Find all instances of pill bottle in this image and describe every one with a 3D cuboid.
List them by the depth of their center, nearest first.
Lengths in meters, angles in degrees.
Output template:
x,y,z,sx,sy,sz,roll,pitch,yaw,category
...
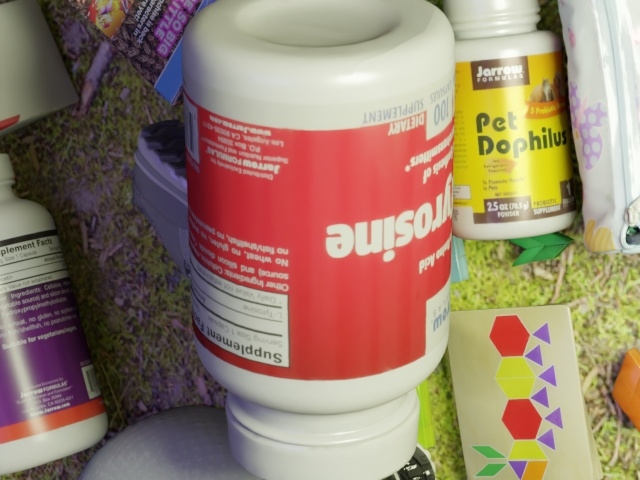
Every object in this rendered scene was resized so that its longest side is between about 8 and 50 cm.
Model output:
x,y,z,sx,sy,sz,roll,pitch,yaw,category
0.000,0.000,1.729,0.229,0.229,0.408,17,121,32,pill bottle
0.158,-0.113,1.754,0.117,0.117,0.215,-2,99,35,pill bottle
-0.347,0.080,2.106,0.181,0.181,0.323,-16,90,36,pill bottle

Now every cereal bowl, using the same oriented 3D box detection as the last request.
x,y,z,sx,sy,sz,roll,pitch,yaw,category
-0.141,0.345,2.041,0.339,0.141,0.339,8,104,34,cereal bowl

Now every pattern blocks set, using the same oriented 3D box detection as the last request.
x,y,z,sx,sy,sz,roll,pitch,yaw,category
0.185,0.149,1.842,0.285,0.026,0.325,5,102,35,pattern blocks set

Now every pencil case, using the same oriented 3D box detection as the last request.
x,y,z,sx,sy,sz,roll,pitch,yaw,category
0.260,-0.122,1.679,0.113,0.124,0.273,-4,96,36,pencil case

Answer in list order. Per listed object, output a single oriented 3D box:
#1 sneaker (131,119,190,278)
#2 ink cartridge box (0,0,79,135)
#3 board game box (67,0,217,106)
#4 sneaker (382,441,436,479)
x,y,z,sx,sy,sz,roll,pitch,yaw,category
-0.086,0.005,1.977,0.281,0.105,0.115,48,137,26,sneaker
-0.444,-0.132,2.099,0.306,0.226,0.131,-19,96,35,ink cartridge box
-0.139,-0.313,1.908,0.291,0.141,0.232,45,121,19,board game box
0.054,0.283,1.926,0.108,0.100,0.271,-123,33,-56,sneaker
